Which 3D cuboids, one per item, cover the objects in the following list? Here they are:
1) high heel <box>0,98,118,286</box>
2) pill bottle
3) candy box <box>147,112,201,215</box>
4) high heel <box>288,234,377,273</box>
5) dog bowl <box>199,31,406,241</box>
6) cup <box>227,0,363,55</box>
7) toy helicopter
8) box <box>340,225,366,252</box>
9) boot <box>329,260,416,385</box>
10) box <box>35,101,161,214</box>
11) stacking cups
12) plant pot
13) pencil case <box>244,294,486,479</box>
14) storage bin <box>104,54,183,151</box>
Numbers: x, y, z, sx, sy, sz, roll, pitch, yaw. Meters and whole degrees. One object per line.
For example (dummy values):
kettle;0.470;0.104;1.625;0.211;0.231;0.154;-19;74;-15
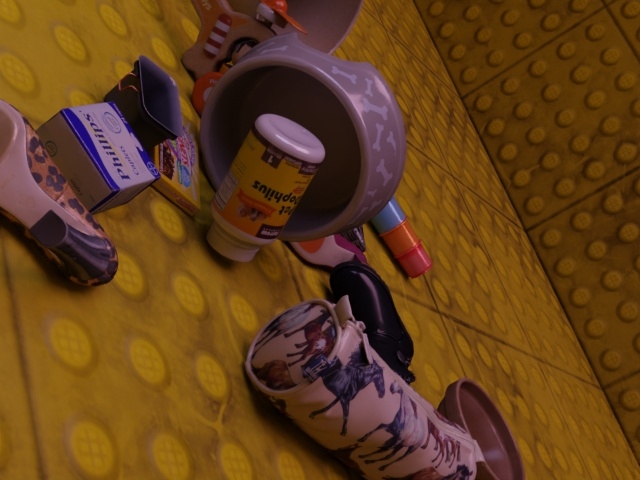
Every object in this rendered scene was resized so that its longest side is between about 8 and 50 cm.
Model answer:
high heel;-0.337;-0.058;1.125;0.261;0.093;0.186;53;-4;20
pill bottle;-0.091;-0.076;1.441;0.117;0.215;0.117;26;22;-12
candy box;-0.233;-0.140;1.495;0.105;0.027;0.206;44;25;-40
high heel;0.000;0.000;1.786;0.244;0.082;0.117;28;6;-31
dog bowl;-0.042;-0.155;1.534;0.348;0.349;0.102;57;33;-3
cup;-0.095;-0.550;2.033;0.237;0.331;0.331;38;11;27
toy helicopter;-0.165;-0.400;1.711;0.355;0.235;0.140;60;21;5
box;0.031;-0.091;1.947;0.190;0.045;0.184;57;16;-35
boot;0.096;0.175;1.693;0.246;0.094;0.207;58;16;-19
box;-0.295;-0.108;1.250;0.126;0.072;0.137;57;22;-1
stacking cups;0.152;-0.063;2.149;0.316;0.096;0.096;55;21;-10
plant pot;0.280;0.389;1.792;0.237;0.110;0.237;46;24;-27
pencil case;0.080;0.257;1.428;0.410;0.183;0.160;45;30;-32
storage bin;-0.270;-0.192;1.394;0.098;0.091;0.135;37;29;-44
